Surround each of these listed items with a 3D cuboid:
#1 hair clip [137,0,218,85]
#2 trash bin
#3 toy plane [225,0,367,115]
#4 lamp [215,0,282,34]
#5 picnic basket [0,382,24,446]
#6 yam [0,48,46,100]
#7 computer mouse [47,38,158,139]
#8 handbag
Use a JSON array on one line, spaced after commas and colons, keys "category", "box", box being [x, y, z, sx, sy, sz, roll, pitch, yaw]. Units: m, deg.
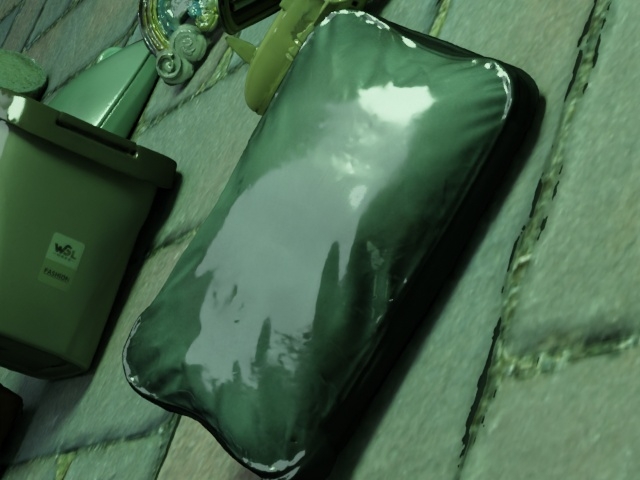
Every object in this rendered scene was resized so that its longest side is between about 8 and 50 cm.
[{"category": "hair clip", "box": [-0.148, -0.267, 1.696, 0.172, 0.049, 0.116, -48, 63, 12]}, {"category": "trash bin", "box": [-0.292, -0.004, 1.527, 0.219, 0.219, 0.250, -18, 53, 61]}, {"category": "toy plane", "box": [0.003, -0.211, 1.308, 0.244, 0.092, 0.229, -46, 10, 22]}, {"category": "lamp", "box": [-0.015, -0.328, 1.387, 0.283, 0.124, 0.203, -46, 10, 29]}, {"category": "picnic basket", "box": [-0.510, 0.200, 1.588, 0.291, 0.321, 0.254, -17, 51, 62]}, {"category": "yam", "box": [-0.573, -0.170, 2.414, 0.330, 0.133, 0.133, -49, 25, 29]}, {"category": "computer mouse", "box": [-0.298, -0.135, 1.834, 0.288, 0.097, 0.159, -65, 21, -12]}, {"category": "handbag", "box": [-0.002, 0.002, 1.000, 0.191, 0.075, 0.332, 28, 84, 37]}]
